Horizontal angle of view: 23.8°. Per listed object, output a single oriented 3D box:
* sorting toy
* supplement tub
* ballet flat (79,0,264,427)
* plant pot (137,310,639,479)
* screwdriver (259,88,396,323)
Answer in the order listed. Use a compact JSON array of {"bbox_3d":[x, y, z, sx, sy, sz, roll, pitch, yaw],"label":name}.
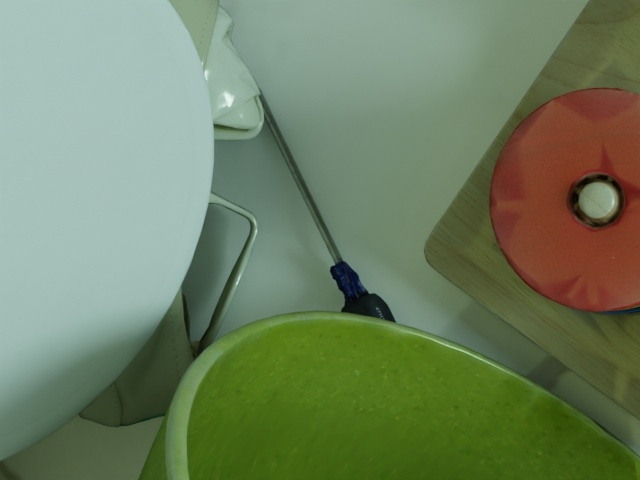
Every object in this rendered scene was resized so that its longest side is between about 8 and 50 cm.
[{"bbox_3d":[0.203,-0.024,0.602,0.257,0.089,0.255,36,100,17],"label":"sorting toy"},{"bbox_3d":[-0.225,-0.066,0.627,0.331,0.241,0.241,27,97,40],"label":"supplement tub"},{"bbox_3d":[-0.066,-0.035,0.711,0.086,0.086,0.248,9,92,19],"label":"ballet flat"},{"bbox_3d":[-0.001,0.226,0.592,0.275,0.275,0.293,41,116,16],"label":"plant pot"},{"bbox_3d":[0.000,0.000,0.708,0.025,0.024,0.170,-27,76,-13],"label":"screwdriver"}]
